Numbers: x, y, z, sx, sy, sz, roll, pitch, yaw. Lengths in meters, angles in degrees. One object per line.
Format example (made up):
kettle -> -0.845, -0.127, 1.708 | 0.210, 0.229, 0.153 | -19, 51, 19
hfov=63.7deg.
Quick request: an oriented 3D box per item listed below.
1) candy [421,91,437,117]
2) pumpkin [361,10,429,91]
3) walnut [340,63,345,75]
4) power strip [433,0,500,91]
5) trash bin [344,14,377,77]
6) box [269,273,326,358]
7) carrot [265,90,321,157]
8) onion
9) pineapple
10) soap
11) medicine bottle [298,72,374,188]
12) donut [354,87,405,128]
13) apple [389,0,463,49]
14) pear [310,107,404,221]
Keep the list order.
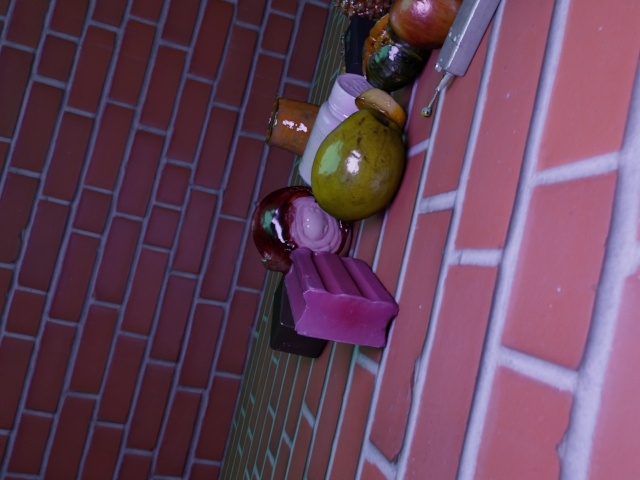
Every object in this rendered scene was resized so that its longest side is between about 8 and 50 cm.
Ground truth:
candy -> 0.279, -0.350, 1.297 | 0.023, 0.025, 0.083 | -57, -8, -74
pumpkin -> 0.217, -0.535, 1.460 | 0.238, 0.159, 0.238 | -40, 39, 42
walnut -> 0.140, -0.610, 1.924 | 0.180, 0.144, 0.144 | -158, 83, -73
power strip -> 0.326, -0.468, 1.148 | 0.093, 0.053, 0.288 | -96, 23, -54
trash bin -> 0.169, -0.635, 1.772 | 0.115, 0.165, 0.226 | 125, 153, -57
box -> -0.065, 0.248, 1.787 | 0.273, 0.184, 0.143 | -89, 19, -49
carrot -> -0.032, -0.418, 1.997 | 0.224, 0.340, 0.224 | -165, 90, -78
onion -> -0.074, -0.028, 1.740 | 0.341, 0.341, 0.342 | -166, 90, -77
pineapple -> 0.146, -0.833, 2.030 | 0.262, 0.262, 0.272 | -100, 14, -62
soap -> 0.037, 0.133, 1.351 | 0.359, 0.232, 0.128 | -119, 43, -72
medicine bottle -> 0.074, -0.352, 1.758 | 0.214, 0.213, 0.379 | -90, 19, -47
donut -> 0.178, -0.374, 1.480 | 0.065, 0.162, 0.178 | -51, 23, 1
apple -> 0.260, -0.552, 1.254 | 0.195, 0.173, 0.160 | -178, 104, -80
pear -> 0.105, -0.198, 1.409 | 0.307, 0.252, 0.253 | -56, 21, 27
